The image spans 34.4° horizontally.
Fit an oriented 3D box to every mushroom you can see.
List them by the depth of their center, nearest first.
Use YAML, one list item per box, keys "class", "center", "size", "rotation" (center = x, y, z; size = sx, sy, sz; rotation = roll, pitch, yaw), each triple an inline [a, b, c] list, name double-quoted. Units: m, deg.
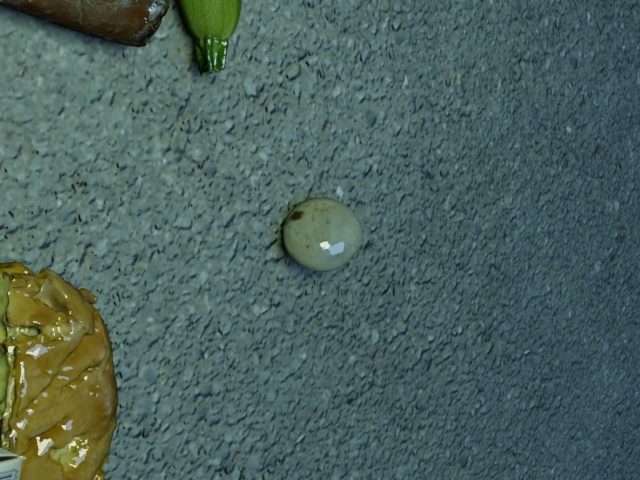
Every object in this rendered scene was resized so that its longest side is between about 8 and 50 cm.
- class: "mushroom"
  center: [0.000, 0.000, 1.091]
  size: [0.085, 0.085, 0.079]
  rotation: [-43, 169, -29]

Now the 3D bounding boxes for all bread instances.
- class: "bread"
  center: [-0.249, 0.142, 0.814]
  size: [0.147, 0.160, 0.260]
  rotation: [4, 93, -54]

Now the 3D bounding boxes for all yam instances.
- class: "yam"
  center: [-0.193, -0.208, 0.838]
  size: [0.141, 0.079, 0.079]
  rotation: [10, 92, -45]

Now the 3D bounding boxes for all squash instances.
- class: "squash"
  center: [-0.110, -0.274, 0.914]
  size: [0.066, 0.066, 0.252]
  rotation: [-32, 121, -36]

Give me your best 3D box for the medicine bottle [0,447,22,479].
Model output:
- class: "medicine bottle"
  center: [-0.309, 0.203, 0.729]
  size: [0.052, 0.201, 0.171]
  rotation: [7, 96, -63]
